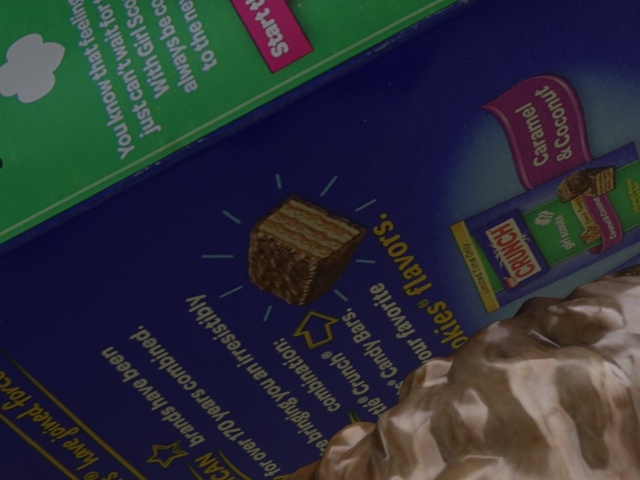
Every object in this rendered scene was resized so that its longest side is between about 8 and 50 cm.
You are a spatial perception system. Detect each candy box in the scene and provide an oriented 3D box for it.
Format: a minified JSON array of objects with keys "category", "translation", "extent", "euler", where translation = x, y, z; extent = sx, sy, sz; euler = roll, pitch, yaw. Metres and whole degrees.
[{"category":"candy box","translation":[0.000,0.000,0.567],"extent":[0.317,0.122,0.268],"euler":[-29,-38,6]}]

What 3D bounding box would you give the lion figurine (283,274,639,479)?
[{"category":"lion figurine","translation":[-0.047,0.148,0.342],"extent":[0.392,0.240,0.142],"euler":[-15,-35,1]}]
